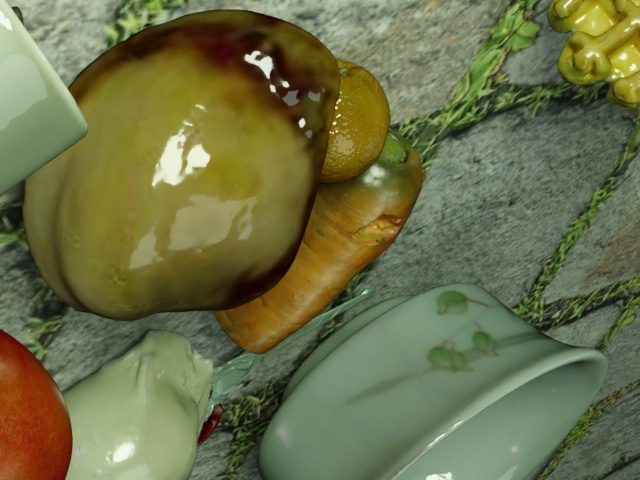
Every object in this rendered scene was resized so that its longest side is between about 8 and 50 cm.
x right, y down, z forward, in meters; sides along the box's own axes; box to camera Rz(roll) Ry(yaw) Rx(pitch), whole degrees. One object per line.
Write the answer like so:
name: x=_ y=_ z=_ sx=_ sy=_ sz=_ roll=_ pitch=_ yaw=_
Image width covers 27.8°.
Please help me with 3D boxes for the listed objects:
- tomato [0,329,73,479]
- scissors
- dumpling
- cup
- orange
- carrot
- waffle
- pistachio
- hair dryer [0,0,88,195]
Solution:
tomato: x=-0.244 y=0.126 z=0.759 sx=0.195 sy=0.136 sz=0.195 roll=-27 pitch=148 yaw=-19
scissors: x=-0.056 y=0.097 z=1.080 sx=0.247 sy=0.017 sz=0.144 roll=-37 pitch=153 yaw=-9
dumpling: x=-0.146 y=0.165 z=0.956 sx=0.181 sy=0.111 sz=0.155 roll=-38 pitch=141 yaw=14
cup: x=0.077 y=0.163 z=1.172 sx=0.347 sy=0.163 sz=0.347 roll=-32 pitch=155 yaw=-17
orange: x=0.007 y=-0.077 z=0.834 sx=0.085 sy=0.085 sz=0.085 roll=-30 pitch=151 yaw=-19
carrot: x=0.000 y=0.000 z=0.938 sx=0.087 sy=0.087 sz=0.193 roll=-4 pitch=141 yaw=-48
waffle: x=0.252 y=-0.179 z=0.905 sx=0.211 sy=0.160 sz=0.055 roll=-35 pitch=167 yaw=-4
pistachio: x=-0.076 y=-0.041 z=0.745 sx=0.210 sy=0.130 sz=0.165 roll=-44 pitch=112 yaw=8
hair dryer: x=-0.244 y=-0.106 z=0.459 sx=0.203 sy=0.128 sz=0.362 roll=-35 pitch=144 yaw=-8
